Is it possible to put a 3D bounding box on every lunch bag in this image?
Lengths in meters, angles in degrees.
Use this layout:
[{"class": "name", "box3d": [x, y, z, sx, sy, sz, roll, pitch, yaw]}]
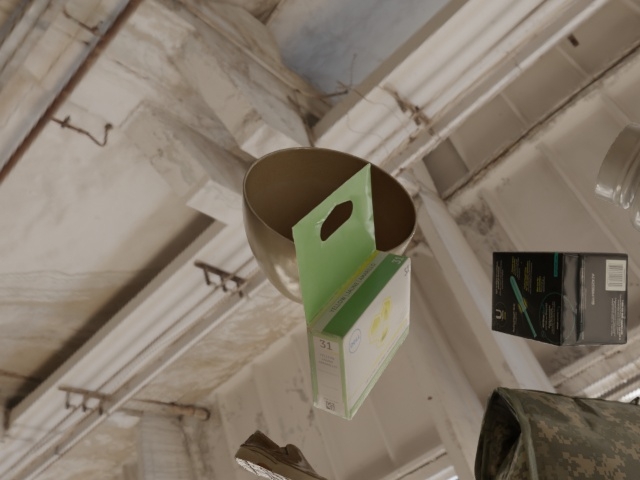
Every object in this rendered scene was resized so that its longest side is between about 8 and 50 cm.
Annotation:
[{"class": "lunch bag", "box3d": [0.320, 0.320, 0.706, 0.169, 0.235, 0.287, 108, -12, -53]}]

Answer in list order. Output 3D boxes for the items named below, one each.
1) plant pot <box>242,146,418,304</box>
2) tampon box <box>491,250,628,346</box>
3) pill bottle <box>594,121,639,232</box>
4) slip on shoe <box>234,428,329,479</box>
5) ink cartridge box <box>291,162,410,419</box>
[{"class": "plant pot", "box3d": [0.000, 0.000, 1.012, 0.284, 0.284, 0.191, -118, -148, -42]}, {"class": "tampon box", "box3d": [0.322, 0.075, 0.826, 0.161, 0.101, 0.120, 178, -86, -74]}, {"class": "pill bottle", "box3d": [0.381, -0.038, 0.563, 0.215, 0.117, 0.117, 31, -87, 34]}, {"class": "slip on shoe", "box3d": [-0.033, 0.233, 0.627, 0.135, 0.051, 0.041, 0, -135, 45]}, {"class": "ink cartridge box", "box3d": [0.044, 0.055, 0.674, 0.056, 0.235, 0.171, 14, -145, 27]}]
